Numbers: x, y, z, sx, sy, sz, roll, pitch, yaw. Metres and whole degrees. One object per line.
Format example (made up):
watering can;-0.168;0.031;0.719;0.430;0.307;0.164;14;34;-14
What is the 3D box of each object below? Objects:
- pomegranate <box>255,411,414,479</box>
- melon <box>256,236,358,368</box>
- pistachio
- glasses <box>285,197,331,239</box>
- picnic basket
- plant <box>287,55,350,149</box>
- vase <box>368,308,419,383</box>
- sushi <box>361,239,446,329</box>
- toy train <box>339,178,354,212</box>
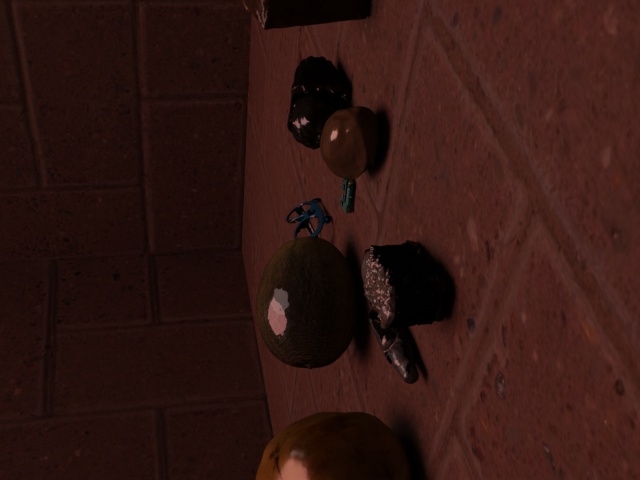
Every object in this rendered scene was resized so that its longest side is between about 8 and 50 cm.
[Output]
pomegranate;0.033;0.500;1.598;0.332;0.333;0.332;177;90;-78
melon;-0.031;0.149;1.937;0.248;0.249;0.329;110;161;-63
pistachio;0.064;-0.203;1.697;0.226;0.136;0.135;100;163;-69
glasses;-0.037;0.003;2.267;0.239;0.102;0.206;-123;32;-66
picnic basket;-0.056;-0.608;1.719;0.321;0.291;0.254;-120;27;-46
plant;-0.005;-0.332;1.942;0.164;0.142;0.256;103;172;-53
vase;0.146;0.202;1.551;0.211;0.060;0.059;-113;23;-58
sushi;0.144;0.089;1.398;0.212;0.115;0.147;-130;41;-73
toy train;0.066;-0.111;1.928;0.045;0.029;0.092;-121;30;-50
